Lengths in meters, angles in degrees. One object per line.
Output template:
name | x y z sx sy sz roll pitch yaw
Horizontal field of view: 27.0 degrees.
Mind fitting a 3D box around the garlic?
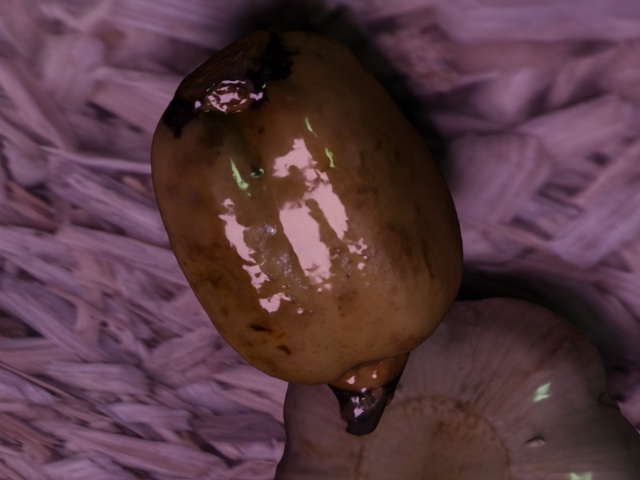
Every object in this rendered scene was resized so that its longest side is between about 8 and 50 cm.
garlic | 0.090 0.142 0.756 0.218 0.219 0.212 3 173 21

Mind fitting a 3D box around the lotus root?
lotus root | 0.000 0.000 0.621 0.125 0.118 0.221 -14 128 19
